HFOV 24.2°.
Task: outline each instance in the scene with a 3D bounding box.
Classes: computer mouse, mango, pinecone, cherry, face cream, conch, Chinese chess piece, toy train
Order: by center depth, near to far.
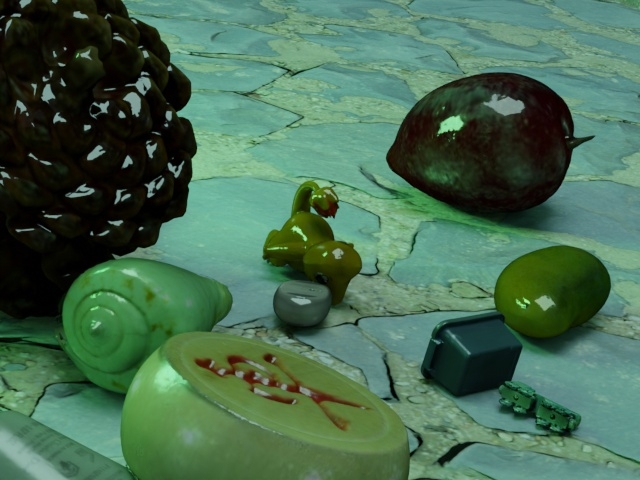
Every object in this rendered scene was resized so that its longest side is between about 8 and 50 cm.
[{"bbox_3d":[-0.195,0.211,1.207,0.314,0.089,0.143,21,20,16],"label":"face cream"},{"bbox_3d":[-0.045,0.166,1.263,0.251,0.097,0.251,20,12,-4],"label":"Chinese chess piece"},{"bbox_3d":[-0.186,0.077,1.520,0.137,0.143,0.250,49,6,-4],"label":"conch"},{"bbox_3d":[0.224,0.170,1.520,0.092,0.029,0.045,25,11,33],"label":"toy train"},{"bbox_3d":[-0.348,-0.101,1.612,0.398,0.398,0.398,6,20,-2],"label":"pinecone"},{"bbox_3d":[-0.021,0.074,1.690,0.066,0.039,0.096,8,12,4],"label":"computer mouse"},{"bbox_3d":[0.268,0.057,1.755,0.122,0.085,0.191,22,24,29],"label":"mango"},{"bbox_3d":[0.235,-0.136,2.118,0.300,0.203,0.230,-3,19,17],"label":"cherry"}]

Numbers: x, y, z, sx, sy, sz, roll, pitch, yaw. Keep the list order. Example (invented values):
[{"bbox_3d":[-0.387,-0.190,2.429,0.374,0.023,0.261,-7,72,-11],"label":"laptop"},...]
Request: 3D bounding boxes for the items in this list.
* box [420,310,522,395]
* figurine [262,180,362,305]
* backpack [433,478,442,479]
[{"bbox_3d":[0.163,0.123,1.573,0.099,0.074,0.054,-8,38,-34],"label":"box"},{"bbox_3d":[0.001,-0.003,1.784,0.121,0.122,0.176,0,20,-23],"label":"figurine"},{"bbox_3d":[0.061,0.294,0.954,0.206,0.133,0.258,37,31,-4],"label":"backpack"}]
